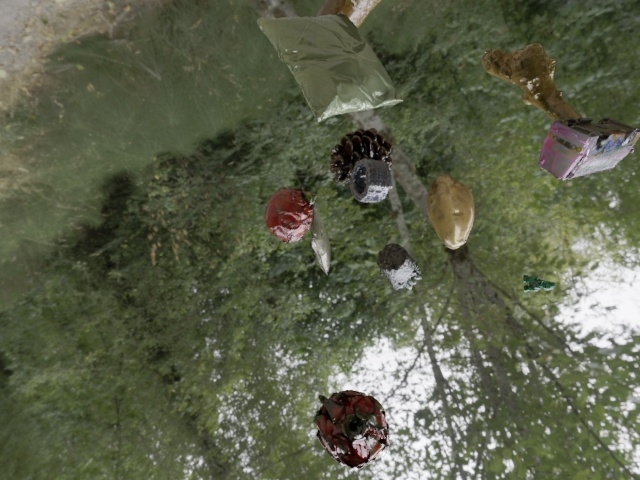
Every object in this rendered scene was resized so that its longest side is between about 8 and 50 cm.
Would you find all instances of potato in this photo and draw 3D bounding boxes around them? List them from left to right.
[{"bbox_3d":[0.423,-0.098,1.336,0.128,0.235,0.161,-12,165,-23],"label":"potato"}]

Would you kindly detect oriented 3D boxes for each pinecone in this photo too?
[{"bbox_3d":[0.147,-0.311,1.632,0.257,0.244,0.243,-23,-173,-7],"label":"pinecone"}]

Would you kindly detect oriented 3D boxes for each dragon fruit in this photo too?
[{"bbox_3d":[-0.104,-0.087,1.406,0.172,0.172,0.210,-37,154,-61],"label":"dragon fruit"},{"bbox_3d":[0.084,0.485,1.081,0.193,0.192,0.274,-7,156,-14],"label":"dragon fruit"}]

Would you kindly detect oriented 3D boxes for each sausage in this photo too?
[{"bbox_3d":[0.085,-0.674,1.202,0.136,0.123,0.501,12,150,-33],"label":"sausage"}]

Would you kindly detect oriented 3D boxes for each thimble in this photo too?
[{"bbox_3d":[0.173,-0.207,1.441,0.097,0.150,0.150,2,174,-27],"label":"thimble"}]

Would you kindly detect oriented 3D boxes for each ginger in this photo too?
[{"bbox_3d":[0.561,-0.406,1.084,0.081,0.334,0.148,-29,167,-30],"label":"ginger"}]

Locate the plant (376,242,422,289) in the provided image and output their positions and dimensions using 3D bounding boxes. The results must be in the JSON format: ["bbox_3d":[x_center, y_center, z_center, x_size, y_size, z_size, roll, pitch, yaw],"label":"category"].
[{"bbox_3d":[0.291,0.104,1.558,0.132,0.194,0.129,-39,-135,2],"label":"plant"}]

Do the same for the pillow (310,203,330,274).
[{"bbox_3d":[0.000,0.000,1.160,0.038,0.131,0.233,-3,151,10],"label":"pillow"}]

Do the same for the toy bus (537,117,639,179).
[{"bbox_3d":[0.569,-0.199,0.878,0.274,0.112,0.090,-13,-137,-34],"label":"toy bus"}]

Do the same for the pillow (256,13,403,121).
[{"bbox_3d":[0.033,-0.411,0.952,0.274,0.281,0.076,-22,167,-36],"label":"pillow"}]

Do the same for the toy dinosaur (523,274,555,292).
[{"bbox_3d":[0.735,0.147,1.403,0.096,0.059,0.132,-1,-175,29],"label":"toy dinosaur"}]
